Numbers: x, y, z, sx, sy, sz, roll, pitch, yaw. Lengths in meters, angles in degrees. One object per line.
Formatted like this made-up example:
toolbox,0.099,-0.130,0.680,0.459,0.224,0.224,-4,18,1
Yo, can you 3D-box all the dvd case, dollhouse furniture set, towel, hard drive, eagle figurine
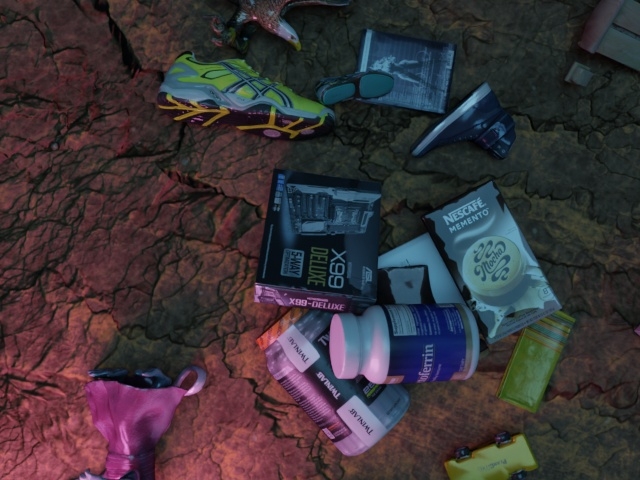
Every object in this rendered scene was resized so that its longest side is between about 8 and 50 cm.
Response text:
dvd case,0.190,-0.382,1.672,0.221,0.018,0.164,9,89,-3
dollhouse furniture set,0.732,-0.500,1.685,0.303,0.173,0.355,15,116,-26
towel,0.485,0.263,1.656,0.102,0.021,0.237,23,87,-1
hard drive,0.271,0.076,1.621,0.308,0.040,0.203,-27,89,5
eagle figurine,-0.091,-0.513,1.574,0.298,0.226,0.225,-40,127,12

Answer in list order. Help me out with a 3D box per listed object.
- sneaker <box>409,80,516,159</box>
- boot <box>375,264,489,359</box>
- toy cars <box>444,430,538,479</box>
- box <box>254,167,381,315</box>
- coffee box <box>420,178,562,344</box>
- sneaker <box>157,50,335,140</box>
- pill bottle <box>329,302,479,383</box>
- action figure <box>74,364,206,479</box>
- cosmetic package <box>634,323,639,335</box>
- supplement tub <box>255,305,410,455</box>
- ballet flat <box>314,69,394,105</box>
sneaker,0.327,-0.219,1.638,0.226,0.086,0.163,-39,99,8
boot,0.231,0.156,1.561,0.249,0.090,0.206,-1,94,9
toy cars,0.324,0.576,1.606,0.177,0.087,0.393,27,91,11
box,0.000,0.000,1.544,0.243,0.076,0.307,8,54,-2
coffee box,0.349,0.041,1.532,0.168,0.119,0.297,-29,89,7
sneaker,-0.151,-0.319,1.596,0.385,0.145,0.147,12,73,-9
pill bottle,0.159,0.200,1.426,0.265,0.153,0.153,-1,88,-11
action figure,-0.395,0.453,1.553,0.276,0.248,0.369,-2,86,-30
cosmetic package,0.845,0.122,1.499,0.097,0.377,0.284,40,86,1
supplement tub,0.022,0.277,1.549,0.193,0.193,0.316,-42,90,-4
ballet flat,0.071,-0.346,1.620,0.189,0.070,0.070,-14,88,-25
